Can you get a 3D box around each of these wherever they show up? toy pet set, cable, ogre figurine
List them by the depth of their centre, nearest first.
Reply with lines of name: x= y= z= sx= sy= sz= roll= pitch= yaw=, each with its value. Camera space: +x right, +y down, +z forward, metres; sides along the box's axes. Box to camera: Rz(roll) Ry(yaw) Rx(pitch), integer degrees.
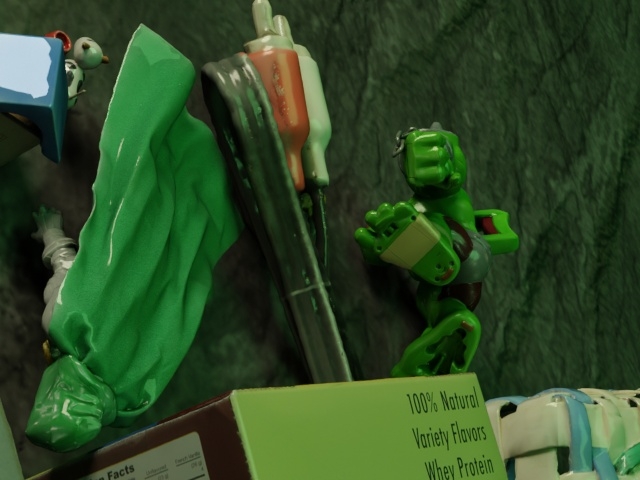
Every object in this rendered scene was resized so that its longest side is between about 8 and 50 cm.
toy pet set: x=-0.153 y=-0.100 z=0.783 sx=0.122 sy=0.065 sz=0.114 roll=34 pitch=43 yaw=-38
cable: x=0.000 y=0.000 z=0.904 sx=0.139 sy=0.072 sz=0.287 roll=75 pitch=-6 yaw=-76
ogre figurine: x=0.073 y=0.014 z=0.993 sx=0.197 sy=0.096 sz=0.118 roll=64 pitch=18 yaw=-18

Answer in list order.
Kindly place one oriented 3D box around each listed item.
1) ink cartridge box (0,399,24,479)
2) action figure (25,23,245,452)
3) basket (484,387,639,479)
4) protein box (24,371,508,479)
ink cartridge box: x=-0.219 y=0.117 z=0.485 sx=0.272 sy=0.130 sz=0.309 roll=-2 pitch=71 yaw=-57
action figure: x=-0.096 y=0.014 z=0.781 sx=0.137 sy=0.063 sz=0.232 roll=60 pitch=26 yaw=-31
basket: x=0.184 y=0.210 z=0.926 sx=0.289 sy=0.201 sz=0.255 roll=19 pitch=61 yaw=-45
protein box: x=-0.003 y=0.180 z=0.746 sx=0.200 sy=0.136 sz=0.201 roll=2 pitch=68 yaw=-54
